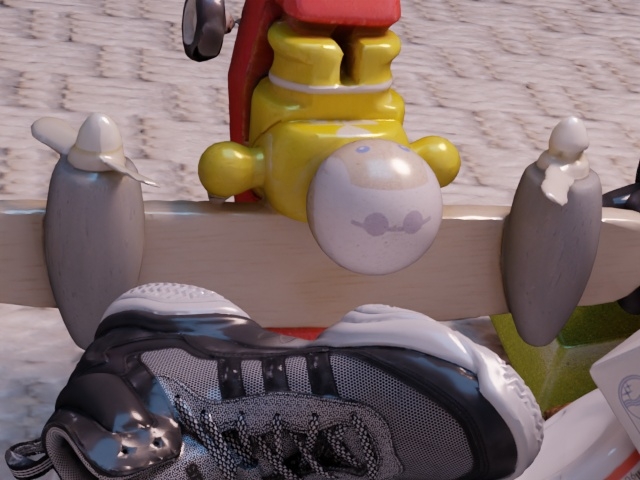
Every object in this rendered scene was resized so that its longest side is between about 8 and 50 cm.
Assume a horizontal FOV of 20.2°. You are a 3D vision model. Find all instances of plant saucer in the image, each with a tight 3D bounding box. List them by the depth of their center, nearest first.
[{"bbox_3d":[0.238,0.049,1.477,0.188,0.045,0.188,-10,41,-9],"label":"plant saucer"}]

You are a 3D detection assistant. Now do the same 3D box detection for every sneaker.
[{"bbox_3d":[-0.031,0.107,0.907,0.269,0.101,0.153,9,38,31],"label":"sneaker"}]

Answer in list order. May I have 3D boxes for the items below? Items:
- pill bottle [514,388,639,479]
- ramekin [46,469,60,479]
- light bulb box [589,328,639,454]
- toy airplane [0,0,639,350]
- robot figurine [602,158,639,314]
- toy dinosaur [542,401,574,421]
[{"bbox_3d":[0.201,0.197,1.004,0.221,0.124,0.124,52,24,-8],"label":"pill bottle"},{"bbox_3d":[-0.034,0.171,1.009,0.273,0.127,0.273,-4,36,3],"label":"ramekin"},{"bbox_3d":[0.400,0.116,0.960,0.358,0.361,0.225,-29,-3,-43],"label":"light bulb box"},{"bbox_3d":[0.000,0.000,1.212,0.386,0.384,0.272,-45,14,-11],"label":"toy airplane"},{"bbox_3d":[0.355,-0.029,1.392,0.278,0.173,0.209,-17,42,-15],"label":"robot figurine"},{"bbox_3d":[0.228,0.129,1.274,0.211,0.064,0.112,-16,46,41],"label":"toy dinosaur"}]
